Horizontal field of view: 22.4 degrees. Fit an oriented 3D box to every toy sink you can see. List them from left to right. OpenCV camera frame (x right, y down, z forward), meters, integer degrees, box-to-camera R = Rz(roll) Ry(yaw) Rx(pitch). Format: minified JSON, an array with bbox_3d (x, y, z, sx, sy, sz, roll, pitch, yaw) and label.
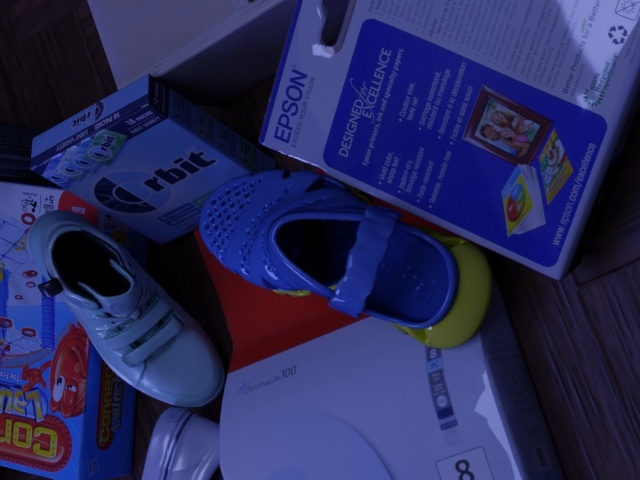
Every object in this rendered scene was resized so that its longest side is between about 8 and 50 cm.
[{"bbox_3d":[-0.079,-0.237,1.535,0.234,0.153,0.131,-27,77,31],"label":"toy sink"}]

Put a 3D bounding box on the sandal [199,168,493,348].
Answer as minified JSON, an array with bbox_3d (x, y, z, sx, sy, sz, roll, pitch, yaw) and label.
[{"bbox_3d":[0.000,0.000,1.454,0.317,0.138,0.126,15,88,41],"label":"sandal"}]

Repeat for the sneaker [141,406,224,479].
[{"bbox_3d":[-0.140,0.298,1.627,0.091,0.094,0.258,16,107,17],"label":"sneaker"}]

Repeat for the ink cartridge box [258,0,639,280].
[{"bbox_3d":[0.126,-0.164,1.381,0.307,0.072,0.303,27,116,20],"label":"ink cartridge box"}]

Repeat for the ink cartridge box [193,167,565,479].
[{"bbox_3d":[0.028,0.115,1.514,0.308,0.091,0.384,-24,80,31],"label":"ink cartridge box"}]

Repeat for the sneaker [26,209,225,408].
[{"bbox_3d":[-0.184,0.079,1.564,0.094,0.151,0.256,-45,104,-6],"label":"sneaker"}]

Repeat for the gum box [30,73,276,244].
[{"bbox_3d":[-0.160,-0.074,1.575,0.157,0.184,0.041,-24,52,31],"label":"gum box"}]

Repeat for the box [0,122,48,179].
[{"bbox_3d":[-0.406,-0.103,1.701,0.183,0.233,0.059,7,93,32],"label":"box"}]

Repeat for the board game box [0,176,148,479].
[{"bbox_3d":[-0.336,0.084,1.748,0.308,0.086,0.301,7,95,32],"label":"board game box"}]
